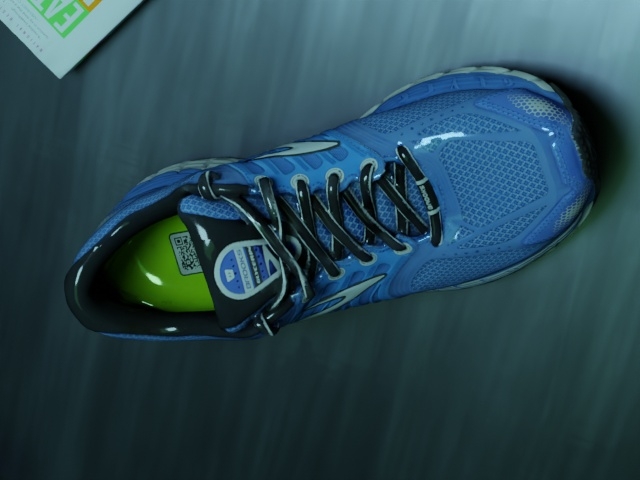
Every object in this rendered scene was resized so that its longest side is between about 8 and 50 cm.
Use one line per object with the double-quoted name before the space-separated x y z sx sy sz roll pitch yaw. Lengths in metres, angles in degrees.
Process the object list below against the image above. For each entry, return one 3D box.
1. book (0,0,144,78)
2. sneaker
"book" -0.138 -0.177 1.102 0.144 0.035 0.096 -40 95 27
"sneaker" 0.000 0.000 1.042 0.330 0.147 0.130 -17 101 26
